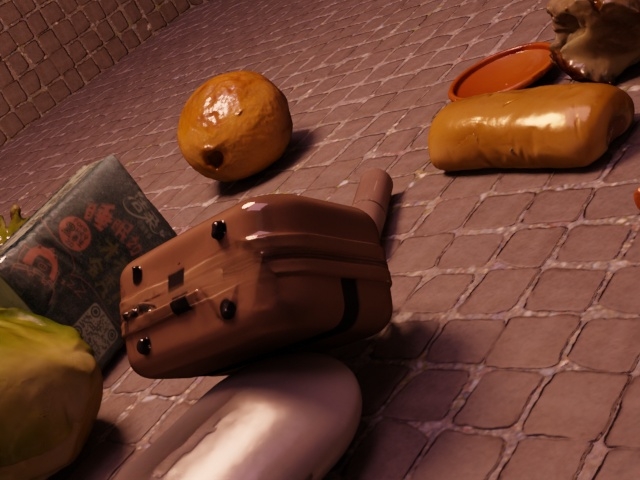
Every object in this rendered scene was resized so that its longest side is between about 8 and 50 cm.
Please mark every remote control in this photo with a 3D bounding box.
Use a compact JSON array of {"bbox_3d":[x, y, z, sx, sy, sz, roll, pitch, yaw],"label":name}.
[{"bbox_3d":[-0.096,0.226,0.927,0.332,0.103,0.221,-41,23,-31],"label":"remote control"}]

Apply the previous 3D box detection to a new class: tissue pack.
[{"bbox_3d":[-0.351,0.042,1.440,0.103,0.228,0.316,-17,26,36],"label":"tissue pack"}]

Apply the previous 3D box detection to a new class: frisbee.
[{"bbox_3d":[0.303,-0.268,1.557,0.192,0.035,0.192,-24,25,12],"label":"frisbee"}]

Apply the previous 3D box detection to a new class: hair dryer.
[{"bbox_3d":[0.000,-0.005,1.376,0.220,0.054,0.195,-26,22,25],"label":"hair dryer"}]

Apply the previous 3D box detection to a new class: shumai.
[{"bbox_3d":[0.411,-0.289,1.376,0.201,0.120,0.201,12,4,-1],"label":"shumai"}]

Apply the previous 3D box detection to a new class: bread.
[{"bbox_3d":[0.277,-0.159,1.307,0.142,0.091,0.305,-38,25,-33],"label":"bread"}]

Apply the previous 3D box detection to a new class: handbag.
[{"bbox_3d":[-0.050,0.062,1.070,0.283,0.149,0.302,3,-21,-45],"label":"handbag"}]

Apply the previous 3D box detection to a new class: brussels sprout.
[{"bbox_3d":[-0.422,0.205,1.192,0.294,0.227,0.259,5,30,7],"label":"brussels sprout"}]

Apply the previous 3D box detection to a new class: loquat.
[{"bbox_3d":[-0.162,-0.219,1.799,0.238,0.193,0.238,-31,19,12],"label":"loquat"}]

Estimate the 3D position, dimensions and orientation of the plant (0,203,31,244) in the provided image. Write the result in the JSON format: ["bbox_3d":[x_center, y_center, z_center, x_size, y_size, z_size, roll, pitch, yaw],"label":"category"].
[{"bbox_3d":[-0.603,0.002,1.761,0.251,0.180,0.333,-50,2,-22],"label":"plant"}]

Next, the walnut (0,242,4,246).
[{"bbox_3d":[-0.485,0.071,1.564,0.238,0.141,0.204,-8,-3,30],"label":"walnut"}]

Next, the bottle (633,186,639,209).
[{"bbox_3d":[0.416,-0.091,1.028,0.187,0.069,0.069,-36,24,-16],"label":"bottle"}]
